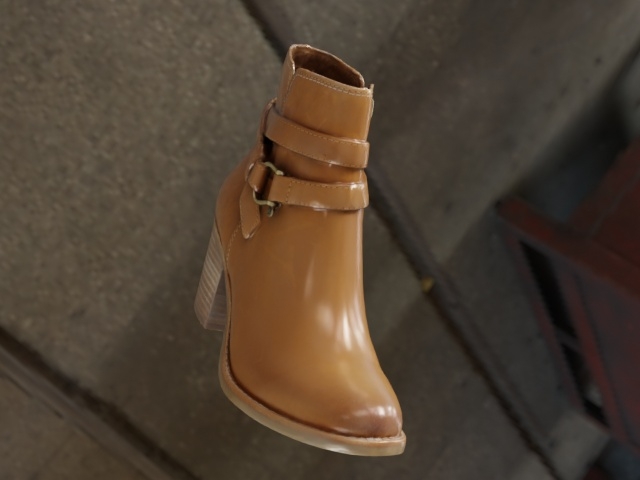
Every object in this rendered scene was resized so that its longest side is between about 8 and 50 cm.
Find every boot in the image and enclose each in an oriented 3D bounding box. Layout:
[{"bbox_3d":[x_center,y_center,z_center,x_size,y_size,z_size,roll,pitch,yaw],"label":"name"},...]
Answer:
[{"bbox_3d":[0.000,0.000,0.764,0.073,0.197,0.152,9,111,-32],"label":"boot"}]
